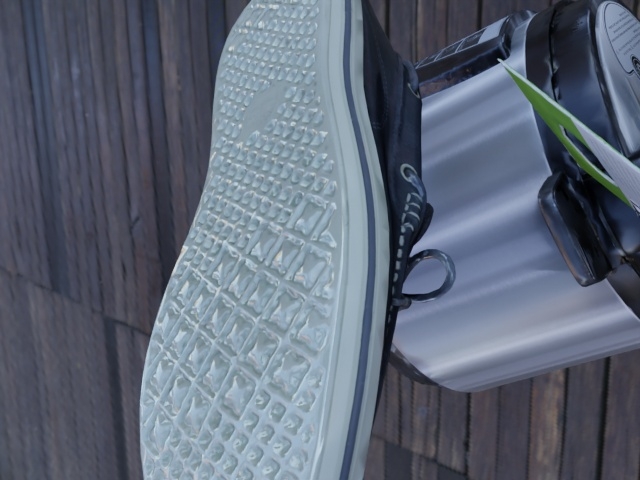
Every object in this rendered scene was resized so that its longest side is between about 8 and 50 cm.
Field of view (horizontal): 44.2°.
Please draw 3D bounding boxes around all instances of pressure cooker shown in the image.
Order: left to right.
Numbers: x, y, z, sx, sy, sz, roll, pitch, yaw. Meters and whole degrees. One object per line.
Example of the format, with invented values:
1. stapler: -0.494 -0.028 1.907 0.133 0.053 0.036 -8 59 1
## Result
1. pressure cooker: 0.258 -0.052 0.849 0.420 0.375 0.370 -24 50 38

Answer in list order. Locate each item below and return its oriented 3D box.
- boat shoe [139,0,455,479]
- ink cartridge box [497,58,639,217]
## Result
1. boat shoe: 0.000 0.000 0.555 0.186 0.156 0.501 -26 43 33
2. ink cartridge box: 0.233 -0.025 0.395 0.097 0.188 0.255 -50 58 11
